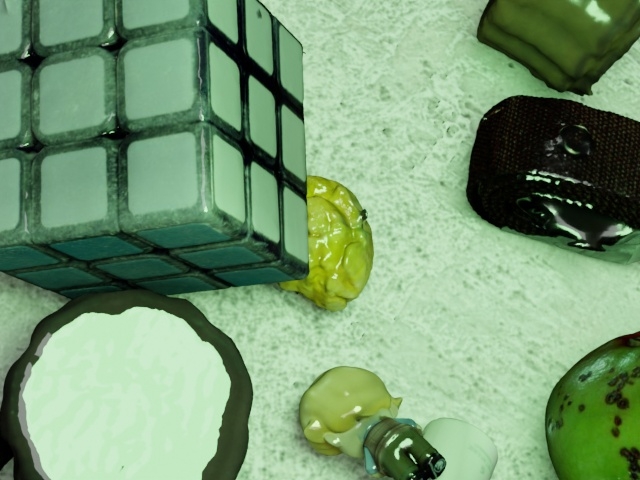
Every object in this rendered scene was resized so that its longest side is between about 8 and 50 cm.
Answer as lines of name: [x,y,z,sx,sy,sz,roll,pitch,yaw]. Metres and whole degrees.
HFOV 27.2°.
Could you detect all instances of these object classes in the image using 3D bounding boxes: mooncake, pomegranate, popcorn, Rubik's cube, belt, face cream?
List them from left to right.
mooncake: [-0.220,0.193,1.480,0.283,0.141,0.283,6,73,-21]
Rubik's cube: [-0.201,-0.112,1.452,0.305,0.301,0.304,-9,74,19]
popcorn: [0.000,0.000,1.593,0.152,0.148,0.167,-23,55,21]
face cream: [0.098,0.355,1.467,0.102,0.102,0.345,33,51,1]
belt: [0.324,-0.061,1.639,0.289,0.184,0.164,15,64,-5]
mooncake: [0.348,-0.340,1.660,0.187,0.324,0.324,36,71,0]
pomegranate: [0.402,0.258,1.523,0.290,0.291,0.323,2,82,-9]

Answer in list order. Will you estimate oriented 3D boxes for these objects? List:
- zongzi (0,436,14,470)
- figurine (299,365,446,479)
zongzi: [-0.477,0.269,1.320,0.319,0.362,0.383,30,68,-20]
figurine: [0.063,0.221,1.522,0.196,0.108,0.114,32,75,38]
